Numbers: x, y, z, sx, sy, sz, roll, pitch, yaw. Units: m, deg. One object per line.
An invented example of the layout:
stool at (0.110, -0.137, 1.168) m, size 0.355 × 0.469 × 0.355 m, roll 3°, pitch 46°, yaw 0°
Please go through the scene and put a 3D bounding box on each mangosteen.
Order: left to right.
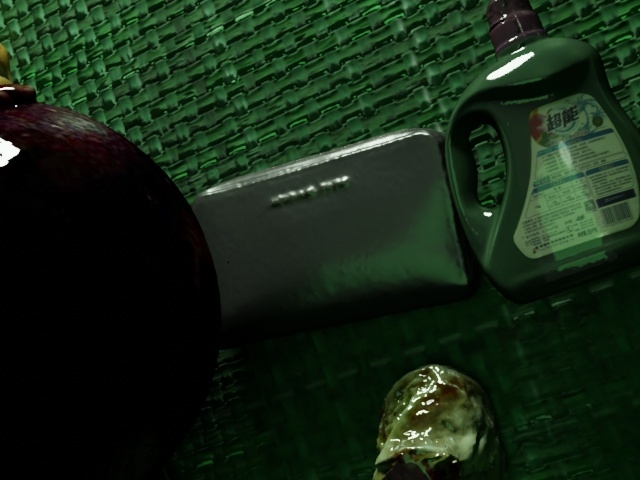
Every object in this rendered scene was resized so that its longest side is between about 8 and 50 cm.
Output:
mangosteen at (-0.266, 0.102, 0.714) m, size 0.381 × 0.382 × 0.436 m, roll 6°, pitch 105°, yaw 22°

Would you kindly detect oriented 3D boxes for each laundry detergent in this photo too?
laundry detergent at (0.158, -0.073, 0.692) m, size 0.144 × 0.078 × 0.222 m, roll -23°, pitch 81°, yaw 20°

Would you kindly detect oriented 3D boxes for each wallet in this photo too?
wallet at (0.000, 0.000, 0.775) m, size 0.250 × 0.044 × 0.149 m, roll -13°, pitch 80°, yaw 22°

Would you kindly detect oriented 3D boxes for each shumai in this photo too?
shumai at (0.081, 0.159, 0.713) m, size 0.098 × 0.087 × 0.124 m, roll -17°, pitch 81°, yaw 22°

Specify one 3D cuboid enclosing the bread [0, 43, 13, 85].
bread at (-0.354, -0.092, 0.899) m, size 0.134 × 0.081 × 0.225 m, roll -8°, pitch 87°, yaw 21°
